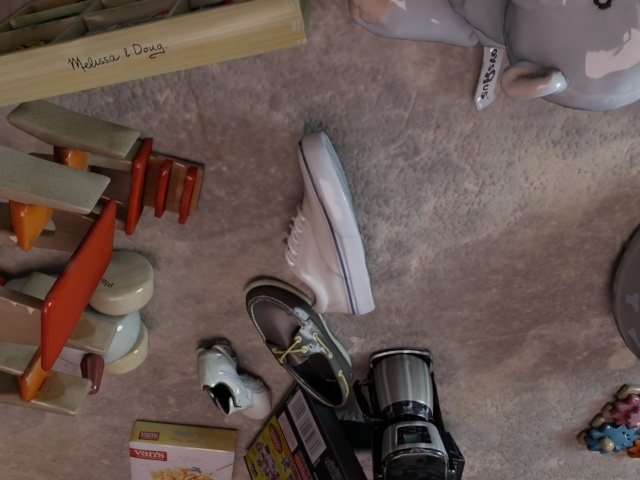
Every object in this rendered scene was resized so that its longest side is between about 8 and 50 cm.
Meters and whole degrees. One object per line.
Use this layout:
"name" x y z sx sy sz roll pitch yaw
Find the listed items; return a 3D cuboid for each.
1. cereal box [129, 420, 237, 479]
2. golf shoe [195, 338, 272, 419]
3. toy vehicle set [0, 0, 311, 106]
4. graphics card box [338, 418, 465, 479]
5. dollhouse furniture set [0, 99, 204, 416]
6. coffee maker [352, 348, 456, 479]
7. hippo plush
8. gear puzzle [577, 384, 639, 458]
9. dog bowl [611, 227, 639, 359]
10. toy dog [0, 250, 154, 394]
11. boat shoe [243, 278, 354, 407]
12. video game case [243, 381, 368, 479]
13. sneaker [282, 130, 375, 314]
"cereal box" -0.241 0.411 0.998 0.173 0.047 0.240 7 128 -5
"golf shoe" -0.130 0.228 0.831 0.069 0.086 0.176 -23 126 15
"toy vehicle set" -0.140 -0.178 0.458 0.267 0.166 0.035 -10 128 7
"graphics card box" 0.080 0.488 0.939 0.233 0.094 0.370 8 102 -6
"dollhouse furniture set" -0.208 0.001 0.540 0.135 0.259 0.262 15 127 -8
"coffee maker" 0.130 0.272 0.805 0.120 0.178 0.171 -22 125 17
"hippo plush" 0.137 -0.182 0.410 0.235 0.236 0.294 -11 127 8
"gear puzzle" 0.612 0.328 0.934 0.339 0.044 0.175 11 127 -9
"dog bowl" 0.536 0.073 0.650 0.349 0.102 0.348 4 117 8
"toy dog" -0.362 0.110 0.689 0.334 0.161 0.220 -9 127 7
"boat shoe" -0.025 0.143 0.773 0.081 0.068 0.227 -27 124 20
"video game case" -0.014 0.382 0.843 0.035 0.274 0.248 1 134 -36
"sneaker" 0.000 0.000 0.644 0.091 0.094 0.258 -13 128 4
